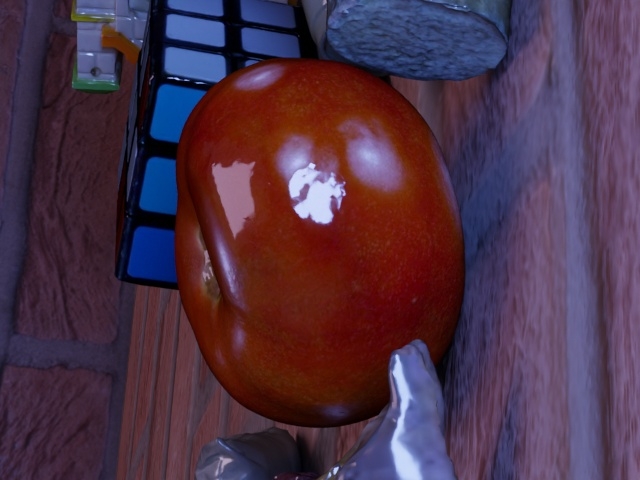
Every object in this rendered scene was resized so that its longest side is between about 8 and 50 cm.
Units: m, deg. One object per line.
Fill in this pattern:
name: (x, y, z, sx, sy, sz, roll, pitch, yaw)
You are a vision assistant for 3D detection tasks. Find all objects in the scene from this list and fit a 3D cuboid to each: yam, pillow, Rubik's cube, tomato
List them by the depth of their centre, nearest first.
tomato: (0.000, 0.000, 0.903, 0.195, 0.136, 0.195, 169, 90, -75)
yam: (0.052, -0.206, 0.922, 0.106, 0.106, 0.259, 118, 159, -62)
Rubik's cube: (-0.051, -0.066, 1.209, 0.163, 0.160, 0.162, -98, 18, -59)
pillow: (-0.060, 0.258, 1.239, 0.144, 0.078, 0.254, 25, -108, -80)

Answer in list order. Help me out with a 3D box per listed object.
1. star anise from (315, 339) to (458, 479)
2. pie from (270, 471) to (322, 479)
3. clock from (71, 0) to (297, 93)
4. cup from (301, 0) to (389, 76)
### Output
star anise: (0.011, 0.212, 0.798, 0.349, 0.109, 0.292, -93, 23, -45)
pie: (-0.015, 0.250, 1.071, 0.204, 0.054, 0.219, 112, 161, -53)
clock: (-0.111, -0.240, 1.567, 0.106, 0.220, 0.255, -92, 7, -50)
cup: (0.026, -0.173, 1.039, 0.120, 0.120, 0.141, 118, 147, -62)
